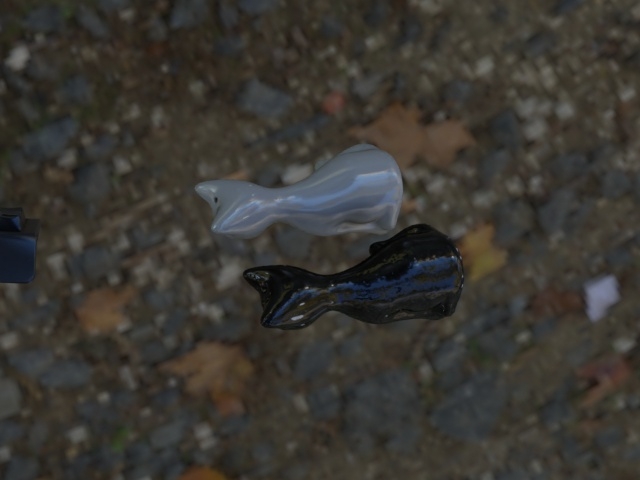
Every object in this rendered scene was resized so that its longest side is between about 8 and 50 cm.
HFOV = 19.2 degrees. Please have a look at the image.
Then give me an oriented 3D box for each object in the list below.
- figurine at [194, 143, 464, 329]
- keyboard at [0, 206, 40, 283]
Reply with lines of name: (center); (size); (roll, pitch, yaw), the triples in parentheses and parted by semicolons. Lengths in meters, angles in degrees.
figurine: (0.000, 0.000, 1.840); (0.209, 0.215, 0.092); (-8, 134, -26)
keyboard: (-0.184, -0.004, 0.622); (0.180, 0.108, 0.023); (2, 100, -8)
